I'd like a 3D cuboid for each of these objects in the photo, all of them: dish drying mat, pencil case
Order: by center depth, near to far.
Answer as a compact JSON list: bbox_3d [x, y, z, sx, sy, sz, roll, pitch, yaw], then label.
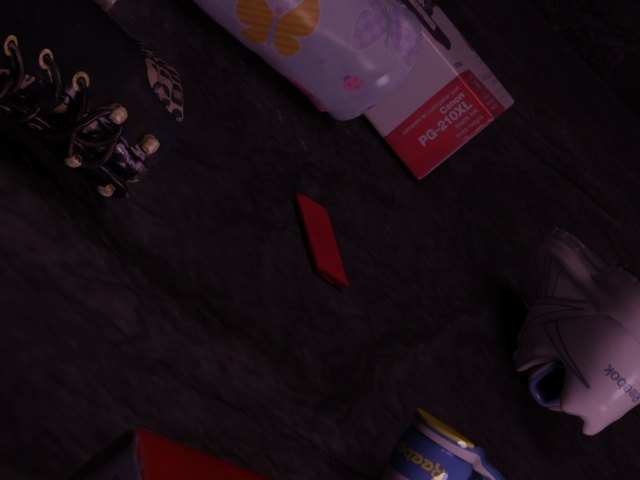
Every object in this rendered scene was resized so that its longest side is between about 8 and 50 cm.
[{"bbox_3d":[0.000,0.000,0.876,0.032,0.008,0.083,35,26,-36],"label":"dish drying mat"},{"bbox_3d":[-0.036,-0.216,1.024,0.273,0.113,0.124,35,39,-34],"label":"pencil case"}]

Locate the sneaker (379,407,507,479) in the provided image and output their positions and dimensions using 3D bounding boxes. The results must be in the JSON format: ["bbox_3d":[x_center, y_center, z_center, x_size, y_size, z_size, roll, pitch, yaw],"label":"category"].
[{"bbox_3d":[0.071,0.145,0.715,0.053,0.059,0.144,26,-14,34],"label":"sneaker"}]

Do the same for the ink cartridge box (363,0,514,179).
[{"bbox_3d":[0.074,-0.191,1.238,0.237,0.100,0.172,51,19,0],"label":"ink cartridge box"}]

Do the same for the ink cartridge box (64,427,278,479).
[{"bbox_3d":[0.033,0.240,0.342,0.272,0.130,0.309,31,27,-46],"label":"ink cartridge box"}]

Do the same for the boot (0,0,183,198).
[{"bbox_3d":[-0.142,-0.076,0.595,0.178,0.085,0.236,41,22,-32],"label":"boot"}]

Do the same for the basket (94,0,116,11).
[{"bbox_3d":[-0.166,-0.216,0.749,0.103,0.113,0.167,34,26,-43],"label":"basket"}]

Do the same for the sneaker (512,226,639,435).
[{"bbox_3d":[0.212,0.074,1.065,0.111,0.129,0.297,45,2,-8],"label":"sneaker"}]
